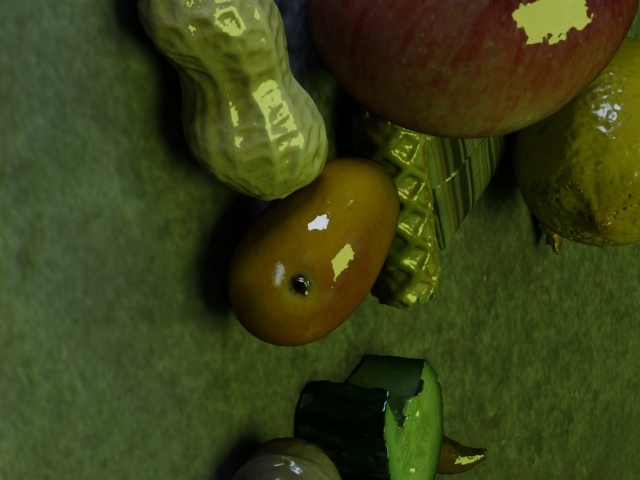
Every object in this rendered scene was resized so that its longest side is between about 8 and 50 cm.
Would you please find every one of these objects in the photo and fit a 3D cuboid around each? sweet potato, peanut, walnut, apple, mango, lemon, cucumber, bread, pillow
[{"bbox_3d":[0.116,0.283,1.865,0.250,0.059,0.069,-5,77,-43],"label":"sweet potato"},{"bbox_3d":[-0.084,-0.151,1.344,0.136,0.120,0.298,-57,140,-33],"label":"peanut"},{"bbox_3d":[-0.034,0.296,1.572,0.140,0.140,0.162,-36,141,-45],"label":"walnut"},{"bbox_3d":[0.152,-0.245,1.489,0.345,0.345,0.269,-42,164,-41],"label":"apple"},{"bbox_3d":[0.002,-0.001,1.492,0.139,0.175,0.254,42,52,-10],"label":"mango"},{"bbox_3d":[0.383,-0.136,1.899,0.258,0.258,0.310,58,46,-48],"label":"lemon"},{"bbox_3d":[0.070,0.232,1.713,0.191,0.130,0.191,-30,126,-54],"label":"cucumber"},{"bbox_3d":[0.086,-0.049,1.649,0.098,0.087,0.269,-81,166,-55],"label":"bread"},{"bbox_3d":[0.181,-0.131,1.805,0.212,0.052,0.208,-55,142,-35],"label":"pillow"}]

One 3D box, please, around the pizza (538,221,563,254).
[{"bbox_3d":[0.348,-0.070,2.091,0.185,0.036,0.176,-26,121,-46],"label":"pizza"}]
